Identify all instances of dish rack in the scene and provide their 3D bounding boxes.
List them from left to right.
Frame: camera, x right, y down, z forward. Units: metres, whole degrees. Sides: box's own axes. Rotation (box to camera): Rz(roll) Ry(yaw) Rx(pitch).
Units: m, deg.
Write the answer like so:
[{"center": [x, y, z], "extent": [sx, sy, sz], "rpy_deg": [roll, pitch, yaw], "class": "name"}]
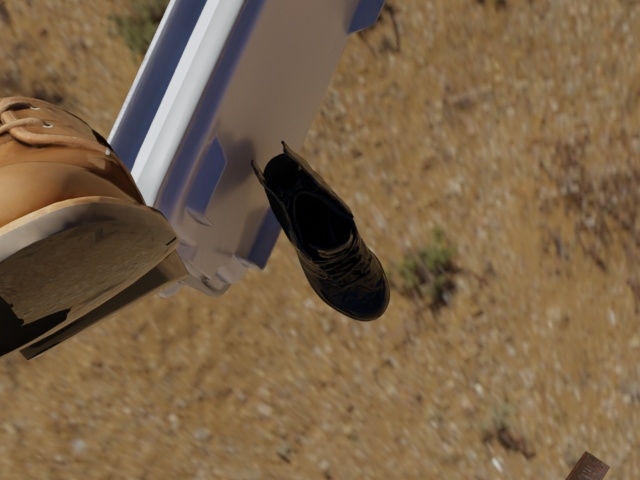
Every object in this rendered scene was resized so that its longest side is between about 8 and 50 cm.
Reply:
[{"center": [-0.040, -0.117, 1.341], "extent": [0.072, 0.285, 0.332], "rpy_deg": [23, 83, 13], "class": "dish rack"}]

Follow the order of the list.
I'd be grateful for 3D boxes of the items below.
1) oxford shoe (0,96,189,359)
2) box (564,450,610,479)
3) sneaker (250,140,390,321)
[{"center": [-0.088, -0.008, 0.567], "extent": [0.076, 0.212, 0.076], "rpy_deg": [-27, 89, -3], "class": "oxford shoe"}, {"center": [0.190, 0.232, 1.571], "extent": [0.027, 0.137, 0.094], "rpy_deg": [32, 108, 11], "class": "box"}, {"center": [0.002, -0.001, 1.332], "extent": [0.051, 0.089, 0.170], "rpy_deg": [-33, 111, -1], "class": "sneaker"}]
